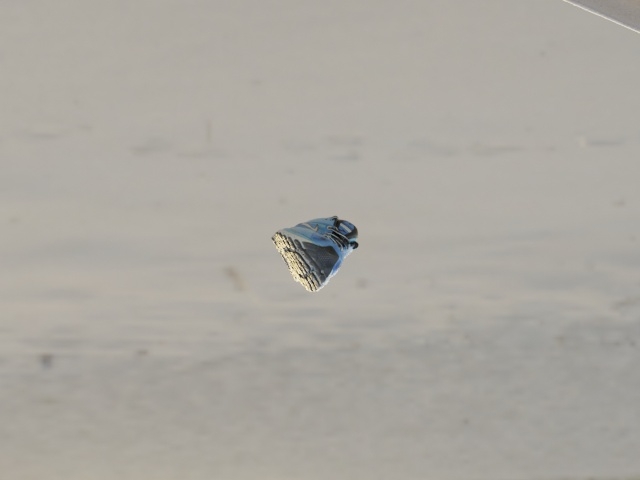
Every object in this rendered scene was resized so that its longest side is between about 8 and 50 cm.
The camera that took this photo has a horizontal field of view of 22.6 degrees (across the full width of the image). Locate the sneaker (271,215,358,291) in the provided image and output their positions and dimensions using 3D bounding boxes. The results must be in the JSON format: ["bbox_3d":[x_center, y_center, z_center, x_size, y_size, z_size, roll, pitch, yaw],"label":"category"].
[{"bbox_3d":[0.000,0.000,1.486,0.073,0.063,0.162,-30,-171,-5],"label":"sneaker"}]

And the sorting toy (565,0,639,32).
[{"bbox_3d":[0.240,-0.251,1.167,0.193,0.208,0.038,19,165,-21],"label":"sorting toy"}]
